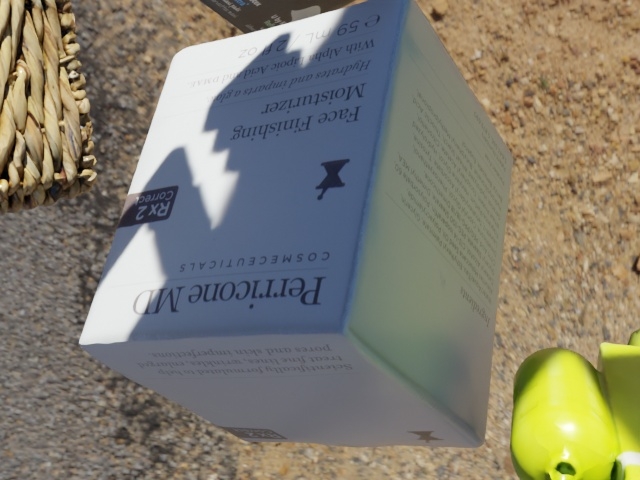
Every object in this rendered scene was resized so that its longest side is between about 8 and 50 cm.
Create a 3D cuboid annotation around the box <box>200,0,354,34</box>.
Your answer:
[{"bbox_3d":[0.026,-0.258,0.501,0.270,0.143,0.165,-22,74,19],"label":"box"}]

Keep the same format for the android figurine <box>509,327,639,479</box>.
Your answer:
[{"bbox_3d":[0.201,0.095,0.347,0.248,0.273,0.056,6,104,14],"label":"android figurine"}]

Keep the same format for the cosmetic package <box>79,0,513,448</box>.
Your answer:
[{"bbox_3d":[0.000,0.000,0.461,0.151,0.151,0.183,-7,57,31],"label":"cosmetic package"}]

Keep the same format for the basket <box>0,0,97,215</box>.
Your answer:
[{"bbox_3d":[-0.350,-0.120,0.642,0.299,0.223,0.213,7,109,38],"label":"basket"}]
